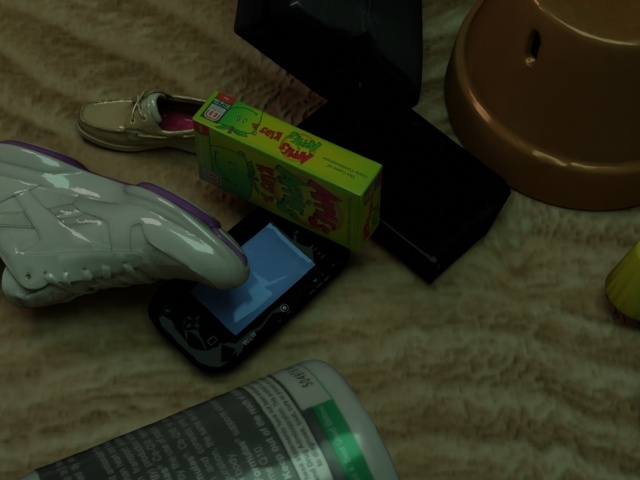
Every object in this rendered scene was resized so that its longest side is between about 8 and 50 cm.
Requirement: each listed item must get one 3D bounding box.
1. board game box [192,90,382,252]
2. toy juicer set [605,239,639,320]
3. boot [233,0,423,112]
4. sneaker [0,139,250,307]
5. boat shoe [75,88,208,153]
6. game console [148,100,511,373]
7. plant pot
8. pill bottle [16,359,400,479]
[{"bbox_3d":[-0.032,-0.065,1.310,0.181,0.092,0.043,26,58,17],"label":"board game box"},{"bbox_3d":[0.404,0.138,1.262,0.209,0.089,0.329,0,48,-18],"label":"toy juicer set"},{"bbox_3d":[0.092,-0.337,1.470,0.367,0.146,0.445,18,56,-28],"label":"boot"},{"bbox_3d":[-0.204,0.011,1.289,0.305,0.114,0.152,18,79,26],"label":"sneaker"},{"bbox_3d":[-0.167,-0.128,1.414,0.170,0.059,0.063,4,57,0],"label":"boat shoe"},{"bbox_3d":[0.000,0.000,1.350,0.213,0.044,0.361,39,64,20],"label":"game console"},{"bbox_3d":[0.282,-0.204,1.402,0.291,0.203,0.290,2,58,-3],"label":"plant pot"},{"bbox_3d":[-0.124,0.248,1.086,0.361,0.204,0.204,-21,60,-16],"label":"pill bottle"}]
